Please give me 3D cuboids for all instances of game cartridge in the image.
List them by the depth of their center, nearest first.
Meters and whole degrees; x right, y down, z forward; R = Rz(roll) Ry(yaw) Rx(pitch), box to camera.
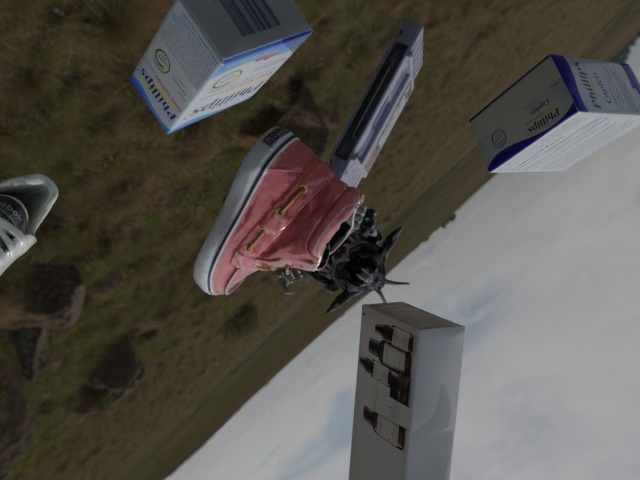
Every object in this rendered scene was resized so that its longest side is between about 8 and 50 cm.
[{"bbox_3d":[0.121,-0.267,1.255,0.355,0.068,0.230,-62,166,2],"label":"game cartridge"}]

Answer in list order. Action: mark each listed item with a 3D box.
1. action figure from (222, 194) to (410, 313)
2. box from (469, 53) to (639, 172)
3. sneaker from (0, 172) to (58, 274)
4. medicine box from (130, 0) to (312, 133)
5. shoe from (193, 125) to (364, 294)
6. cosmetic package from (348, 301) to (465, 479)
[{"bbox_3d":[0.000,0.000,0.783,0.164,0.276,0.141,-51,180,12],"label":"action figure"},{"bbox_3d":[0.261,-0.134,0.641,0.137,0.072,0.126,-6,160,-32],"label":"box"},{"bbox_3d":[-0.267,0.012,0.412,0.095,0.090,0.235,-22,-152,7],"label":"sneaker"},{"bbox_3d":[-0.209,-0.387,1.218,0.263,0.149,0.289,-36,-176,-39],"label":"medicine box"},{"bbox_3d":[-0.035,0.004,0.437,0.063,0.081,0.178,-45,171,-45],"label":"shoe"},{"bbox_3d":[0.079,0.189,0.583,0.061,0.238,0.099,0,-172,-27],"label":"cosmetic package"}]
